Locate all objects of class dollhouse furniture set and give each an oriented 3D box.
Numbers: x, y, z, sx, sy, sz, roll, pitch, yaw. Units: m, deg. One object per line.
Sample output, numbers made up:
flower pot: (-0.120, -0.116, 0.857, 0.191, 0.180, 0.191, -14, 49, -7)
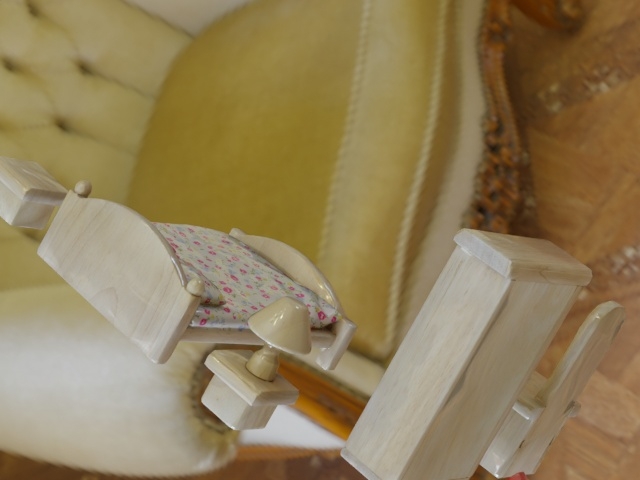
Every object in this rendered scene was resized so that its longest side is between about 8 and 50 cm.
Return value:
dollhouse furniture set: (0.000, 0.000, 1.078, 0.355, 0.303, 0.174, 38, 107, 32)

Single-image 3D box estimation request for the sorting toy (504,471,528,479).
sorting toy: (0.141, 0.274, 0.920, 0.132, 0.046, 0.275, -40, 67, 24)
